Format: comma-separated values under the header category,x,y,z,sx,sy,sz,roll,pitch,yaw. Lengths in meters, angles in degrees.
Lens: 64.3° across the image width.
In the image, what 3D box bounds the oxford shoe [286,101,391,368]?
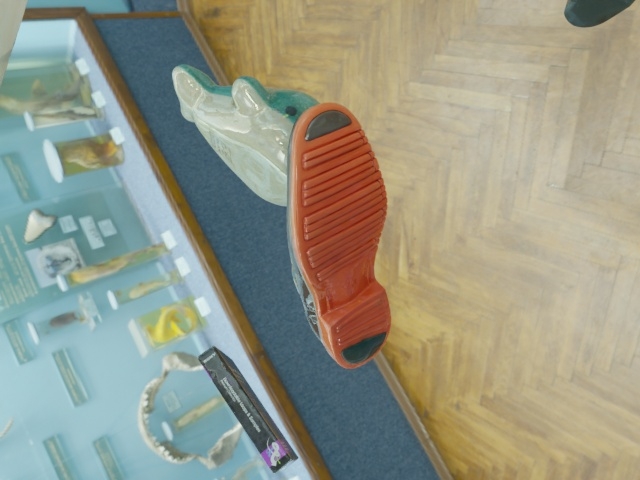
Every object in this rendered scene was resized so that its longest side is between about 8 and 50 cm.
category,x,y,z,sx,sy,sz,roll,pitch,yaw
oxford shoe,0.000,0.000,0.481,0.098,0.097,0.271,37,142,47

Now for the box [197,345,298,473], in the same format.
category,x,y,z,sx,sy,sz,roll,pitch,yaw
box,-0.088,0.211,0.637,0.162,0.029,0.116,49,167,18

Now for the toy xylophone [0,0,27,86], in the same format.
category,x,y,z,sx,sy,sz,roll,pitch,yaw
toy xylophone,-0.374,-0.181,0.448,0.081,0.236,0.323,43,116,-4

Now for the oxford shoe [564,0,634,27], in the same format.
category,x,y,z,sx,sy,sz,roll,pitch,yaw
oxford shoe,0.376,-0.324,0.560,0.076,0.076,0.212,33,154,-29

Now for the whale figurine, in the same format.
category,x,y,z,sx,sy,sz,roll,pitch,yaw
whale figurine,-0.091,-0.173,0.754,0.272,0.141,0.216,36,157,14
